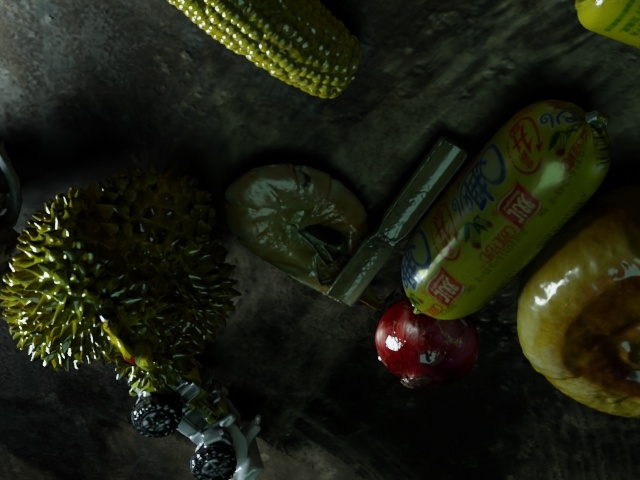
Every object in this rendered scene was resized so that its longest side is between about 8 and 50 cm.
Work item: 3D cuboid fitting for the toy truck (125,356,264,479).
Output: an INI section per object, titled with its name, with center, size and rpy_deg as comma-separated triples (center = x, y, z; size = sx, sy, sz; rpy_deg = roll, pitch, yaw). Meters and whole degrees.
[toy truck]
center = -0.161, 0.234, 1.563
size = 0.111, 0.136, 0.286
rpy_deg = -38, 123, 10

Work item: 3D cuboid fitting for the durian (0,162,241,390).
[durian]
center = -0.223, 0.040, 1.279
size = 0.258, 0.293, 0.258
rpy_deg = 9, 116, 19

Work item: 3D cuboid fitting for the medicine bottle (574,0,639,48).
[medicine bottle]
center = 0.400, -0.206, 1.119
size = 0.309, 0.076, 0.111
rpy_deg = 17, 140, -11

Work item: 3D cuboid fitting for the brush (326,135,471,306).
[brush]
center = 0.086, -0.021, 1.329
size = 0.043, 0.036, 0.248
rpy_deg = 30, 119, -8

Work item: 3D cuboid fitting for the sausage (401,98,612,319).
[sausage]
center = 0.195, -0.027, 1.277
size = 0.123, 0.123, 0.347
rpy_deg = 24, 130, -16

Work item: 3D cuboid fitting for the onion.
[onion]
center = 0.129, 0.125, 1.433
size = 0.131, 0.131, 0.131
rpy_deg = 3, 134, 3

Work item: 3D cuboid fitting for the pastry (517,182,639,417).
[pastry]
center = 0.394, 0.074, 1.332
size = 0.356, 0.163, 0.356
rpy_deg = 4, 139, 4

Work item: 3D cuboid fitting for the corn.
[corn]
center = -0.088, -0.244, 1.119
size = 0.101, 0.101, 0.310
rpy_deg = -32, 124, 31

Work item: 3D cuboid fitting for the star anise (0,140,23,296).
[star anise]
center = -0.396, -0.021, 1.327
size = 0.231, 0.089, 0.209
rpy_deg = -22, 85, 42

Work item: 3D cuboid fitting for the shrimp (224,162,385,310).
[shrimp]
center = 0.000, 0.001, 1.373
size = 0.145, 0.061, 0.267
rpy_deg = -31, 121, 19
